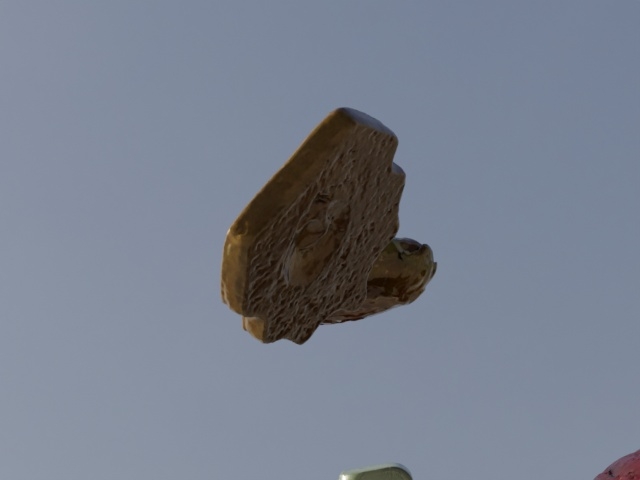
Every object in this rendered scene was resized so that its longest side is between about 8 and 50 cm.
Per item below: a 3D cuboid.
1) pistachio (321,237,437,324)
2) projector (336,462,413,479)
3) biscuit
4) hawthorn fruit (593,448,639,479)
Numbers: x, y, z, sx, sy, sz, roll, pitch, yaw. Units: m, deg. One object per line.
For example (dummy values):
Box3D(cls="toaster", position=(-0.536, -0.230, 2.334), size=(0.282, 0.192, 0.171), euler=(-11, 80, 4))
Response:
Box3D(cls="pistachio", position=(0.013, 0.034, 1.504), size=(0.173, 0.049, 0.090), euler=(-13, -64, 7))
Box3D(cls="projector", position=(0.081, 0.408, 2.213), size=(0.108, 0.250, 0.198), euler=(-9, -5, 1))
Box3D(cls="biscuit", position=(-0.002, -0.001, 1.335), size=(0.182, 0.034, 0.215), euler=(-49, -27, -13))
Box3D(cls="hawthorn fruit", position=(0.275, 0.230, 1.386), size=(0.181, 0.235, 0.181), euler=(9, -10, 2))
